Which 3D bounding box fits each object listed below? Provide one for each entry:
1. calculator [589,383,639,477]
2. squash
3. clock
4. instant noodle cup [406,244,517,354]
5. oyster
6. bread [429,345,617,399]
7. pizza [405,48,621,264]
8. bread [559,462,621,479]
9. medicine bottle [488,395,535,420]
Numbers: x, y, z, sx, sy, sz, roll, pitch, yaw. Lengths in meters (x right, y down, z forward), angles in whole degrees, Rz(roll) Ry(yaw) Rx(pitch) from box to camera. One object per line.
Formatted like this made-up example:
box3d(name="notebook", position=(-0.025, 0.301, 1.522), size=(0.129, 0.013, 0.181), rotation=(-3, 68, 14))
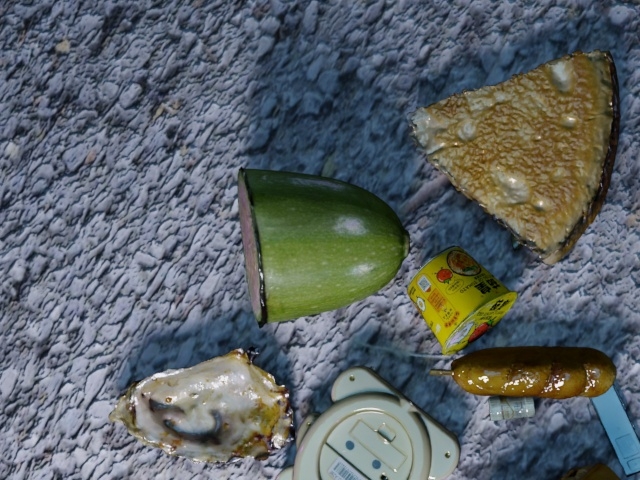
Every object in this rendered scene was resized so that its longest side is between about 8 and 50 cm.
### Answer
box3d(name="calculator", position=(0.562, 0.354, 1.716), size=(0.057, 0.018, 0.172), rotation=(-24, 76, 2))
box3d(name="squash", position=(0.009, -0.009, 1.760), size=(0.308, 0.310, 0.311), rotation=(-9, 77, -10))
box3d(name="clock", position=(0.082, 0.424, 1.731), size=(0.284, 0.114, 0.309), rotation=(38, 88, 12))
box3d(name="instant noodle cup", position=(0.259, 0.107, 1.739), size=(0.182, 0.182, 0.144), rotation=(-40, 67, -1))
box3d(name="oyster", position=(-0.231, 0.350, 1.800), size=(0.360, 0.096, 0.222), rotation=(-17, 82, 5))
box3d(name="bread", position=(0.378, 0.252, 1.720), size=(0.343, 0.124, 0.084), rotation=(-2, 102, 6))
box3d(name="pizza", position=(0.430, -0.150, 1.808), size=(0.434, 0.080, 0.392), rotation=(-20, 76, 5))
box3d(name="bread", position=(0.478, 0.461, 1.619), size=(0.077, 0.200, 0.116), rotation=(-42, 71, 29))
box3d(name="medicine bottle", position=(0.364, 0.318, 1.739), size=(0.083, 0.047, 0.047), rotation=(-6, 78, 7))
